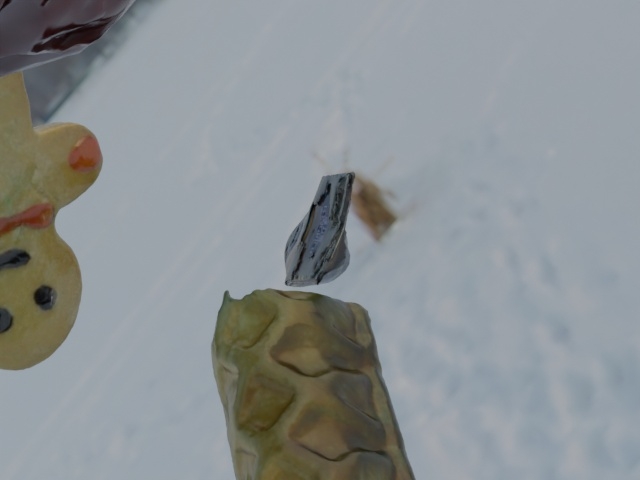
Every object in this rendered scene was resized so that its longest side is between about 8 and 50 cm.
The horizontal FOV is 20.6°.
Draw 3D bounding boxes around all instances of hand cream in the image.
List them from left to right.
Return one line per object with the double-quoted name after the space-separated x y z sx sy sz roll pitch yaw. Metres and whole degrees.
0.000 0.000 0.974 0.163 0.039 0.062 101 -170 -83 "hand cream"

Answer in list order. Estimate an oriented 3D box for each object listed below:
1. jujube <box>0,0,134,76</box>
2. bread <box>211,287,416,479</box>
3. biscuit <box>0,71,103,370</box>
-0.134 -0.099 0.434 0.230 0.155 0.155 -8 -22 -42 "jujube"
0.010 0.143 0.833 0.087 0.098 0.269 -13 51 -4 "bread"
-0.191 -0.038 0.962 0.153 0.234 0.030 -22 19 -27 "biscuit"
